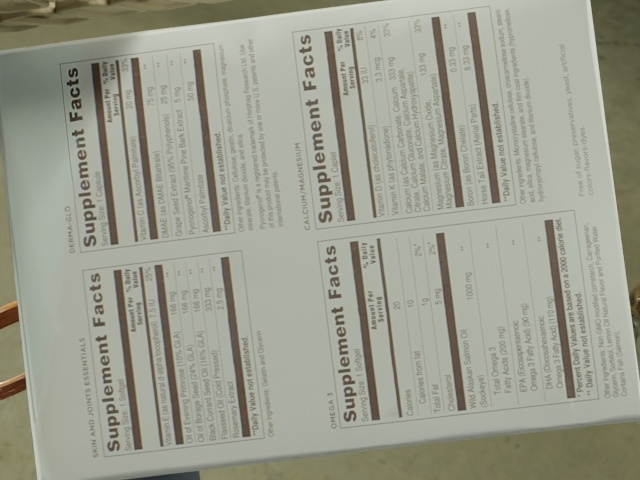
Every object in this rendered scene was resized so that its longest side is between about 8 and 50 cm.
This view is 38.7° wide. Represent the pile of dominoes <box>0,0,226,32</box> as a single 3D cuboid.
[{"bbox_3d":[-0.167,-0.137,0.462,0.251,0.040,0.196,-7,8,4],"label":"pile of dominoes"}]

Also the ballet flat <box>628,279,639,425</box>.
[{"bbox_3d":[0.368,0.128,0.948,0.116,0.124,0.342,44,20,-10],"label":"ballet flat"}]

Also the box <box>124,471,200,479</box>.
[{"bbox_3d":[-0.271,0.326,1.277,0.156,0.158,0.093,-4,82,-32],"label":"box"}]

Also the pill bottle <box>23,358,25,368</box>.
[{"bbox_3d":[-0.401,0.251,1.426,0.103,0.103,0.184,-7,84,-33],"label":"pill bottle"}]

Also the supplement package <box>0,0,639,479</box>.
[{"bbox_3d":[0.000,0.000,0.485,0.263,0.198,0.199,-7,-2,2],"label":"supplement package"}]

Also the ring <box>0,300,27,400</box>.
[{"bbox_3d":[-0.534,0.203,1.595,0.337,0.336,0.032,-17,63,-41],"label":"ring"}]
